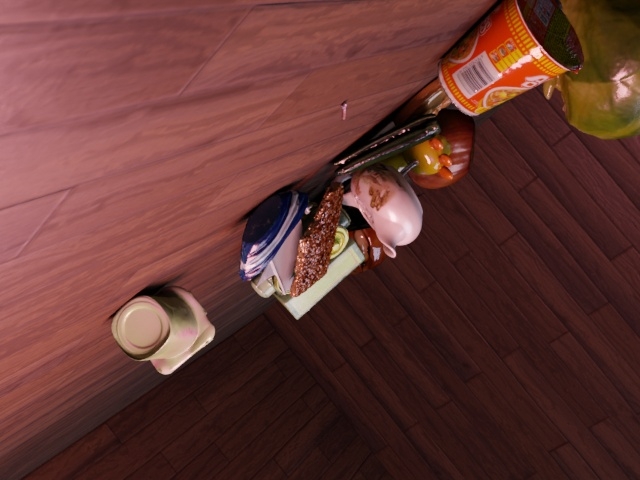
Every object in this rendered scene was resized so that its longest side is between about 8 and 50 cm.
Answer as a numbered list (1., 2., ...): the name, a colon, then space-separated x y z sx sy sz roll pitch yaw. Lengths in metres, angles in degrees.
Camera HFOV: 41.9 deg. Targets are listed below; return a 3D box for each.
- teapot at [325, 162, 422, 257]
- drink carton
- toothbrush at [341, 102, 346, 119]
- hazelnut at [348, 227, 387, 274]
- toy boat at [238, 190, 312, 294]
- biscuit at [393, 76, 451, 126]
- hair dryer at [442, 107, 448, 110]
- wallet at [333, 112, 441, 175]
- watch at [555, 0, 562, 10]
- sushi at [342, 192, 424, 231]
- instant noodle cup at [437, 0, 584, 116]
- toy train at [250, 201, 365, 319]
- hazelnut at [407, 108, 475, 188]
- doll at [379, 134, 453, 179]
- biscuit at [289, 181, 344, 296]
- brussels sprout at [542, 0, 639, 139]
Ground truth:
1. teapot: 0.132 -0.081 1.875 0.139 0.204 0.298 -36 -140 -4
2. drink carton: -0.305 0.160 1.553 0.146 0.144 0.142 -40 166 8
3. toothbrush: 0.038 -0.209 1.355 0.008 0.006 0.097 -37 175 -2
4. hazelnut: 0.072 0.000 2.394 0.252 0.217 0.217 -16 175 -1
5. toy boat: -0.072 0.029 1.675 0.220 0.067 0.291 -56 152 -20
6. biscuit: 0.251 -0.310 1.862 0.202 0.044 0.289 -39 174 6
7. hair dryer: 0.309 -0.306 2.377 0.195 0.053 0.220 -40 -178 22
8. wallet: 0.140 -0.202 1.766 0.236 0.055 0.160 -23 -179 9
9. watch: 0.383 -0.419 1.668 0.206 0.068 0.193 -37 180 31
10. sushi: 0.078 -0.082 2.138 0.294 0.059 0.292 -9 -166 39
11. instant noodle cup: 0.335 -0.332 1.523 0.212 0.193 0.193 -33 -179 40
12. toy train: -0.034 0.039 1.898 0.272 0.159 0.188 -41 138 -7
13. hazelnut: 0.301 -0.244 2.149 0.210 0.210 0.186 -42 -162 37
14. doll: 0.227 -0.202 1.963 0.135 0.142 0.221 -36 -160 -23
15. biscuit: -0.005 0.001 1.716 0.131 0.026 0.236 -39 148 -49
16. brussels sprout: 0.652 -0.414 1.806 0.276 0.371 0.315 -12 167 -34
